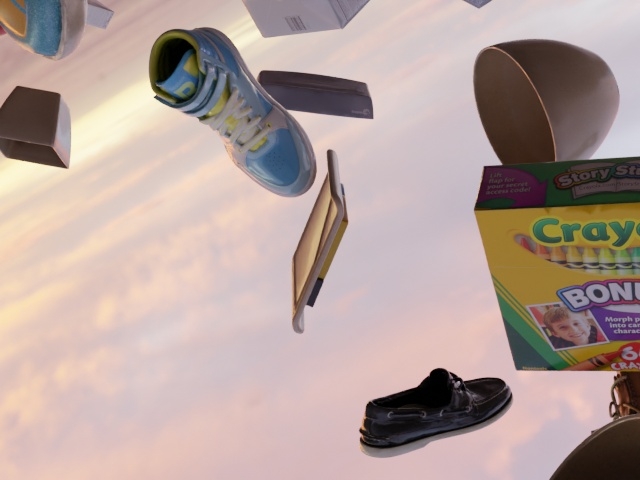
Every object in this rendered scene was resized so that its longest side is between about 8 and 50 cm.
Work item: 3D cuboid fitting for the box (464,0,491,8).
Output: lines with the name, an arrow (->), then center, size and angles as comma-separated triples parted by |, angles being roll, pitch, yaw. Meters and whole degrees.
box -> 0.259, -0.596, 2.273 | 0.056, 0.183, 0.231 | -31, 153, 34

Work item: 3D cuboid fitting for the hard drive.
hard drive -> -0.015, -0.311, 2.330 | 0.255, 0.054, 0.172 | 7, -159, -4

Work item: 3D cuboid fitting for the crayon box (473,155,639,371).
crayon box -> 0.413, 0.037, 1.450 | 0.363, 0.313, 0.106 | -3, -137, 22

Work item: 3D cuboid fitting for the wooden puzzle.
wooden puzzle -> 0.000, 0.000, 1.738 | 0.221, 0.044, 0.238 | -93, -161, -65

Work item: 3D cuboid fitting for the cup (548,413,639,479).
cup -> 0.496, 0.465, 1.658 | 0.331, 0.237, 0.331 | -50, -168, 14

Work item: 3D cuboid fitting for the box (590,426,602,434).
box -> 0.683, 0.479, 2.404 | 0.156, 0.158, 0.093 | -12, -169, -25

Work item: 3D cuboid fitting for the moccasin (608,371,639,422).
moccasin -> 0.596, 0.331, 2.010 | 0.147, 0.139, 0.380 | -32, -132, 13

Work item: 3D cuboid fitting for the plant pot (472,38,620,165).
plant pot -> 0.435, -0.253, 2.028 | 0.191, 0.284, 0.284 | -22, -169, -12

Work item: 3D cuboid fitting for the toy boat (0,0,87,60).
toy boat -> -0.464, -0.358, 1.589 | 0.148, 0.267, 0.318 | -25, 180, -38

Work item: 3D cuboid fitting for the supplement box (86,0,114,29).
supplement box -> -0.396, -0.385, 1.820 | 0.036, 0.062, 0.098 | -59, 161, 13

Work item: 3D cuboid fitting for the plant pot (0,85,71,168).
plant pot -> -0.450, -0.183, 1.744 | 0.109, 0.109, 0.096 | 87, 15, -74

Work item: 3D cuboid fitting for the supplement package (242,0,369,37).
supplement package -> -0.007, -0.456, 1.814 | 0.194, 0.149, 0.203 | 6, -134, 45

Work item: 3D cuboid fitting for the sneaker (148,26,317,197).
sneaker -> -0.145, -0.189, 1.658 | 0.127, 0.319, 0.208 | -42, 172, 17

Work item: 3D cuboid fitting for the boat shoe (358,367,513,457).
boat shoe -> 0.216, 0.293, 2.028 | 0.340, 0.113, 0.127 | -13, -163, -25
